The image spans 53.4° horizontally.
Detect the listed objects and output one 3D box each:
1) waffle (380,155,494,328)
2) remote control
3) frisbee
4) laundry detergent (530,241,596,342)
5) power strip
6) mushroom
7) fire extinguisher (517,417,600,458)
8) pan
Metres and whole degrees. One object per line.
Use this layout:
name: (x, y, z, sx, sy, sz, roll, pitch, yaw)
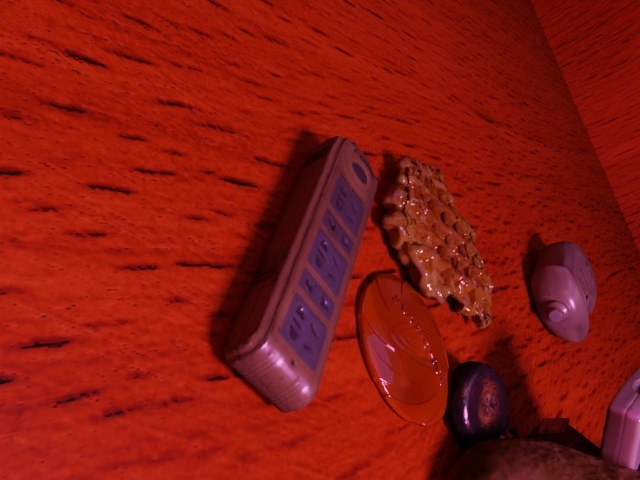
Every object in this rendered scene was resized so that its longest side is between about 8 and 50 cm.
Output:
waffle: (0.177, 0.006, 0.933, 0.291, 0.051, 0.291, 35, 43, -40)
remote control: (0.411, 0.342, 0.867, 0.145, 0.050, 0.344, -21, 120, -43)
frisbee: (0.114, 0.127, 0.776, 0.192, 0.035, 0.192, 34, 42, -38)
laundry detergent: (0.490, 0.108, 1.277, 0.253, 0.091, 0.181, -33, 102, -58)
power strip: (0.000, 0.000, 0.672, 0.092, 0.066, 0.387, 50, 34, -25)
mushroom: (0.267, 0.315, 0.695, 0.212, 0.217, 0.292, 59, 33, -1)
fire extinguisher: (0.383, 0.336, 0.952, 0.269, 0.105, 0.105, 39, 40, -35)
pan: (0.233, 0.238, 0.853, 0.212, 0.040, 0.115, 40, 58, -41)
